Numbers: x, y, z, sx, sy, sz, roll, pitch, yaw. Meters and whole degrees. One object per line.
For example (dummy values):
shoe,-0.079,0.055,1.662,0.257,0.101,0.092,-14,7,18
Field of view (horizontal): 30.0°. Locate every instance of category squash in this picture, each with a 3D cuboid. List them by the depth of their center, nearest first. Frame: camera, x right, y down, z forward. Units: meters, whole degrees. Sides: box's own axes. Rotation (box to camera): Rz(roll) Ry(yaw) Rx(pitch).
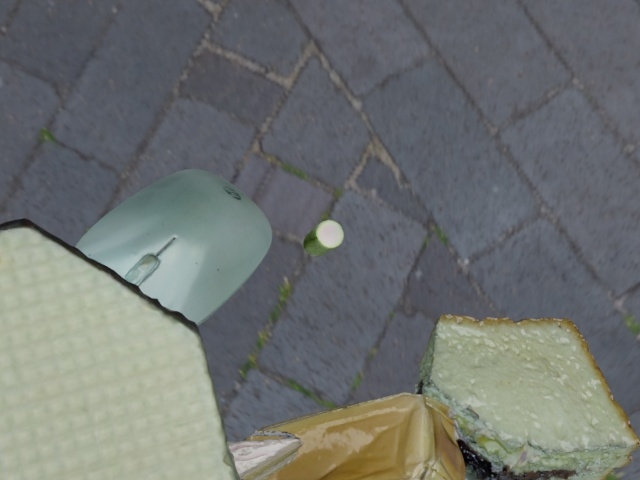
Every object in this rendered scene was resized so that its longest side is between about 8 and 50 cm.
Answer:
squash,0.000,0.000,1.126,0.027,0.083,0.027,2,81,-12

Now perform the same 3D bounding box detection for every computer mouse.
computer mouse,-0.151,0.001,1.327,0.159,0.288,0.097,42,119,4

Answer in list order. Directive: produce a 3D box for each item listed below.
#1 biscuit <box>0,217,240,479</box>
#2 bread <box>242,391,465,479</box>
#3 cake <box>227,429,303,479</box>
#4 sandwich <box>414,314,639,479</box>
biscuit,-0.109,0.114,0.511,0.150,0.052,0.252,-15,87,-19
bread,0.030,0.251,1.251,0.241,0.107,0.136,-18,45,20
cake,-0.070,0.163,0.811,0.121,0.052,0.065,-6,58,-4
sandwich,0.277,0.242,1.768,0.325,0.131,0.262,2,46,-28
